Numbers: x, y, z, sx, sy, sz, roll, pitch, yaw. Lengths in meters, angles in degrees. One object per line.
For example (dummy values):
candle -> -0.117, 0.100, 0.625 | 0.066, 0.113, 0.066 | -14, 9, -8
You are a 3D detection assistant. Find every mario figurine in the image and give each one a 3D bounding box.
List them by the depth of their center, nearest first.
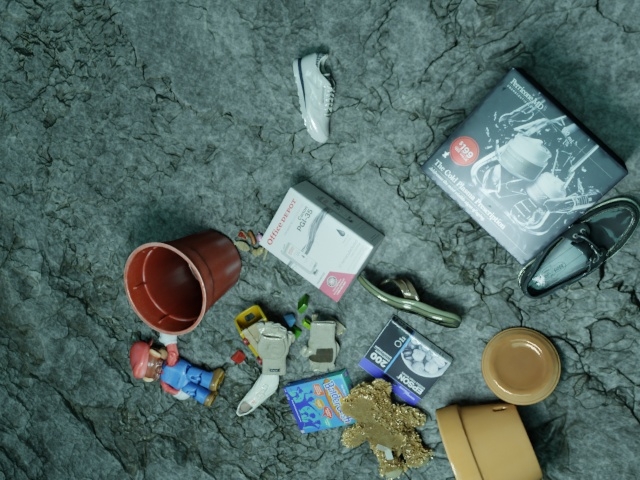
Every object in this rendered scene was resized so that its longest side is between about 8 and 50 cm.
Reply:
mario figurine -> -0.470, 0.408, 2.156 | 0.320, 0.170, 0.198 | 24, 76, 4

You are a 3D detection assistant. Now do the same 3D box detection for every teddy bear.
teddy bear -> 0.187, 0.542, 1.897 | 0.338, 0.113, 0.245 | 42, 113, -9

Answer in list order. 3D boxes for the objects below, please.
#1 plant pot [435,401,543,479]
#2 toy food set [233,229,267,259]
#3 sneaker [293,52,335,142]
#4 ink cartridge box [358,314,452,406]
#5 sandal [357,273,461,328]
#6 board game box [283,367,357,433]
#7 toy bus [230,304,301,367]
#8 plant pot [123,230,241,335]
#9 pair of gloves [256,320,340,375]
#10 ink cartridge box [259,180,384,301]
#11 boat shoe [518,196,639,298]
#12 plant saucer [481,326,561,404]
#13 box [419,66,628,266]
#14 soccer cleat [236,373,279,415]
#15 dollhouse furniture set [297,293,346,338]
plant pot -> 0.447, 0.551, 1.717 | 0.203, 0.291, 0.291 | -22, 95, 10
toy food set -> -0.202, 0.006, 1.967 | 0.122, 0.019, 0.078 | 29, 116, 23
sneaker -> -0.003, -0.378, 1.747 | 0.094, 0.090, 0.235 | -10, 102, 15
ink cartridge box -> 0.232, 0.351, 1.867 | 0.206, 0.045, 0.208 | 36, 116, 10
sandal -> 0.243, 0.152, 1.786 | 0.302, 0.120, 0.086 | 20, 83, 15
board game box -> 0.010, 0.489, 1.995 | 0.210, 0.047, 0.160 | -20, 96, 25
toy bus -> -0.176, 0.289, 1.985 | 0.104, 0.190, 0.202 | 52, 127, 52
plant pot -> -0.383, 0.099, 1.926 | 0.272, 0.265, 0.273 | 7, 109, 21
pair of gloves -> -0.064, 0.310, 1.925 | 0.240, 0.042, 0.204 | -5, 127, 2
ink cartridge box -> 0.000, 0.000, 1.826 | 0.283, 0.117, 0.207 | 36, 115, 10
boat shoe -> 0.617, 0.029, 1.580 | 0.340, 0.113, 0.127 | -37, 88, 26
plant saucer -> 0.516, 0.323, 1.697 | 0.199, 0.037, 0.200 | -5, 75, 17
box -> 0.473, -0.178, 1.548 | 0.343, 0.179, 0.312 | 44, 114, 6
soccer cleat -> -0.195, 0.482, 2.062 | 0.068, 0.076, 0.196 | 41, 115, 8
dollhouse furniture set -> -0.002, 0.230, 1.943 | 0.151, 0.058, 0.076 | 37, 110, -13
